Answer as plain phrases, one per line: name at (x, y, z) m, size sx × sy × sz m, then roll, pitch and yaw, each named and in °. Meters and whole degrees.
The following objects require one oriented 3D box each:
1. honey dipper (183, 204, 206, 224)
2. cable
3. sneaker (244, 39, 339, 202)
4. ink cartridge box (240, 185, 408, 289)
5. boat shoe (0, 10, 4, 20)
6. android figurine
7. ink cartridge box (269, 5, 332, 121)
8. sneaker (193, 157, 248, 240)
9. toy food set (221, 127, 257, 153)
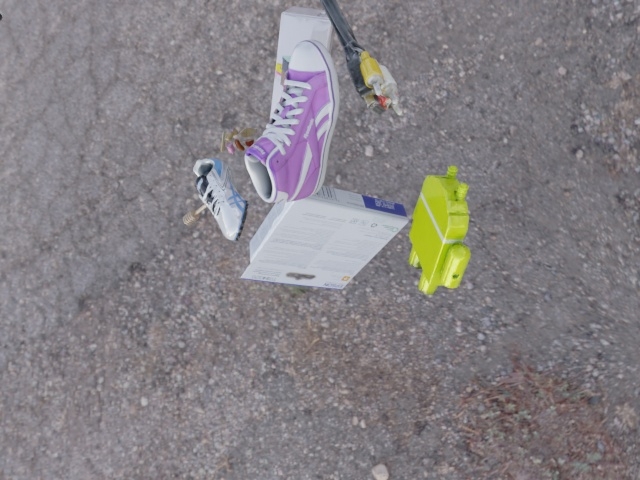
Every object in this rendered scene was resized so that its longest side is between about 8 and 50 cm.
honey dipper at (-0.301, -0.088, 1.338) m, size 0.160 × 0.030 × 0.031 m, roll -31°, pitch 64°, yaw 33°
cable at (0.082, -0.353, 0.965) m, size 0.072 × 0.139 × 0.288 m, roll -25°, pitch 69°, yaw 21°
sneaker at (-0.054, -0.198, 0.885) m, size 0.102 × 0.161 × 0.282 m, roll 18°, pitch 114°, yaw 37°
ink cartridge box at (0.000, 0.000, 1.305) m, size 0.330 × 0.323 × 0.072 m, roll -49°, pitch 43°, yaw 41°
boat shoe at (-0.589, -0.385, 0.837) m, size 0.046 × 0.125 × 0.038 m, roll -9°, pitch 71°, yaw 42°
android figurine at (0.248, -0.024, 1.082) m, size 0.248 × 0.056 × 0.273 m, roll -101°, pitch 17°, yaw -51°
ink cartridge box at (-0.042, -0.398, 1.224) m, size 0.116 × 0.201 × 0.278 m, roll 10°, pitch 118°, yaw -1°
sneaker at (-0.198, -0.081, 0.999) m, size 0.085 × 0.086 × 0.237 m, roll -63°, pitch 35°, yaw 28°
toy food set at (-0.233, -0.281, 1.448) m, size 0.019 × 0.122 × 0.078 m, roll 27°, pitch 116°, yaw 35°
